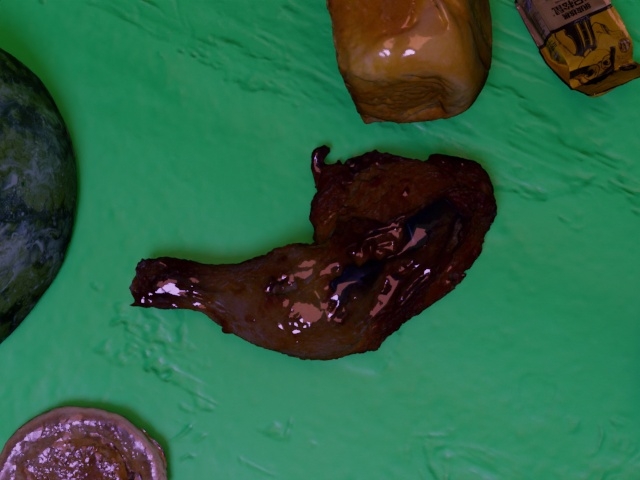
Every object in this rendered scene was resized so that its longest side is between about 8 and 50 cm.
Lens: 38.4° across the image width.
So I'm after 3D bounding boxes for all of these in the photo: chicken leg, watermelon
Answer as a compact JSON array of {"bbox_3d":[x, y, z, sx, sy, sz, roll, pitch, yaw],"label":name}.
[{"bbox_3d":[0.005,0.011,0.787,0.323,0.083,0.177,-34,70,-11],"label":"chicken leg"},{"bbox_3d":[-0.322,-0.021,0.758,0.180,0.224,0.305,-5,74,43],"label":"watermelon"}]

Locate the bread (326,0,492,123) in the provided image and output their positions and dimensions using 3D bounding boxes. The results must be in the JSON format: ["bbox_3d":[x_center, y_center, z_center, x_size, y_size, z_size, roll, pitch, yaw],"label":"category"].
[{"bbox_3d":[0.069,-0.254,0.807,0.132,0.167,0.294,-9,77,21],"label":"bread"}]

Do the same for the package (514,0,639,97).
[{"bbox_3d":[0.241,-0.191,0.851,0.071,0.047,0.131,-26,79,-10],"label":"package"}]

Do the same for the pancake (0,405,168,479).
[{"bbox_3d":[-0.197,0.206,0.754,0.152,0.025,0.151,0,76,0],"label":"pancake"}]
